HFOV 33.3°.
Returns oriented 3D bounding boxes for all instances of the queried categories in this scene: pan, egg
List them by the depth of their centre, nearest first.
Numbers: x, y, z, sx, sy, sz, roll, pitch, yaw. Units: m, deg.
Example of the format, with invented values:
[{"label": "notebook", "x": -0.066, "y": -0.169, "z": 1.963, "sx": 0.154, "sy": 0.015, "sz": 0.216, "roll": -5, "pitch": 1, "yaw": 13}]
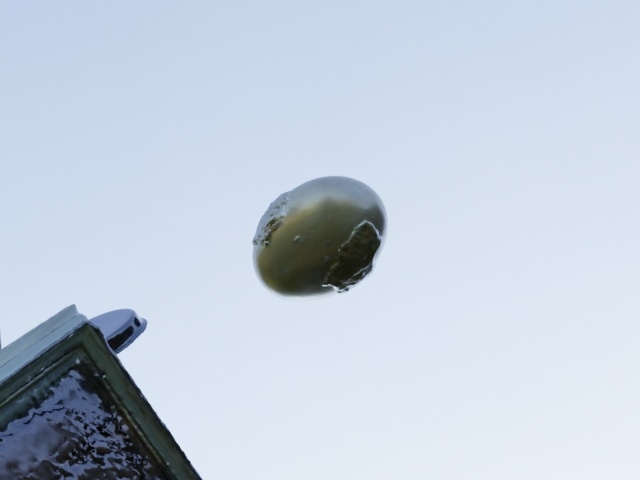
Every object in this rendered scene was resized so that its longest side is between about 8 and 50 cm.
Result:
[{"label": "pan", "x": -0.250, "y": 0.129, "z": 1.135, "sx": 0.136, "sy": 0.235, "sz": 0.028, "roll": -25, "pitch": -71, "yaw": 1}, {"label": "egg", "x": 0.000, "y": 0.000, "z": 1.464, "sx": 0.201, "sy": 0.164, "sz": 0.164, "roll": -35, "pitch": -67, "yaw": 1}]

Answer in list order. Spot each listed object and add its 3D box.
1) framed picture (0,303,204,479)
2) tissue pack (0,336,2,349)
[{"label": "framed picture", "x": -0.079, "y": 0.139, "z": 0.300, "sx": 0.014, "sy": 0.252, "sz": 0.197, "roll": -32, "pitch": -85, "yaw": 28}, {"label": "tissue pack", "x": -0.427, "y": 0.133, "z": 1.191, "sx": 0.156, "sy": 0.209, "sz": 0.148, "roll": -5, "pitch": -28, "yaw": -7}]
